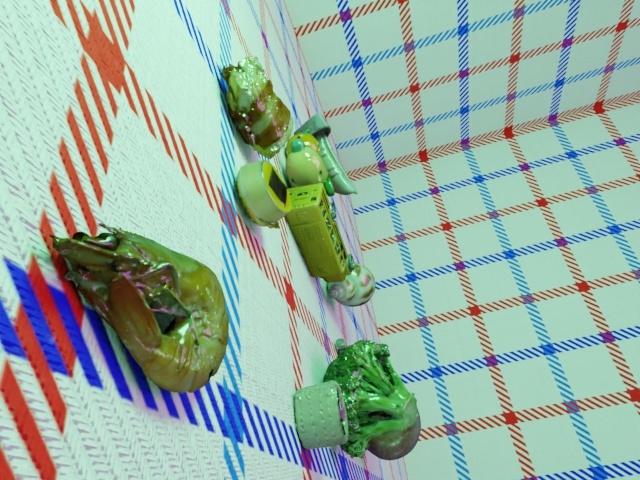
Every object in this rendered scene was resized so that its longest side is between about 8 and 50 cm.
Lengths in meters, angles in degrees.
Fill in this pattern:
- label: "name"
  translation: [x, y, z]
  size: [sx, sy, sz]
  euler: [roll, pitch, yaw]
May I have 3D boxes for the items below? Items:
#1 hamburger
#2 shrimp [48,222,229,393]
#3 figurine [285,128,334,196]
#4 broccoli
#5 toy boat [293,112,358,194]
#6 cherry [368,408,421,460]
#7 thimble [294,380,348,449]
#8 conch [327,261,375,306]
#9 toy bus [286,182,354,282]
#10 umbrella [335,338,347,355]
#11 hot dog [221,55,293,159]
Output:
- label: "hamburger"
  translation: [-0.111, -0.085, 0.911]
  size: [0.141, 0.081, 0.126]
  euler: [47, 26, -48]
- label: "shrimp"
  translation: [-0.159, 0.064, 0.458]
  size: [0.267, 0.061, 0.145]
  euler: [65, 23, -58]
- label: "figurine"
  translation: [-0.043, -0.228, 1.459]
  size: [0.324, 0.124, 0.222]
  euler: [-52, 124, -83]
- label: "broccoli"
  translation: [0.114, 0.377, 1.156]
  size: [0.269, 0.241, 0.261]
  euler: [-5, 101, -53]
- label: "toy boat"
  translation: [-0.004, -0.288, 1.663]
  size: [0.276, 0.111, 0.293]
  euler: [10, -59, 66]
- label: "cherry"
  translation: [0.209, 0.548, 1.478]
  size: [0.239, 0.206, 0.239]
  euler: [57, 17, -27]
- label: "thimble"
  translation: [0.004, 0.339, 0.915]
  size: [0.102, 0.090, 0.115]
  euler: [-20, 96, -81]
- label: "conch"
  translation: [0.095, 0.147, 1.598]
  size: [0.149, 0.182, 0.275]
  euler: [-72, 159, -6]
- label: "toy bus"
  translation: [0.000, 0.000, 1.344]
  size: [0.123, 0.121, 0.335]
  euler: [-80, 155, -49]
- label: "umbrella"
  translation: [0.091, 0.387, 1.513]
  size: [0.046, 0.050, 0.188]
  euler: [48, -20, 59]
- label: "hot dog"
  translation: [-0.140, -0.276, 1.001]
  size: [0.213, 0.103, 0.146]
  euler: [59, 37, -31]
